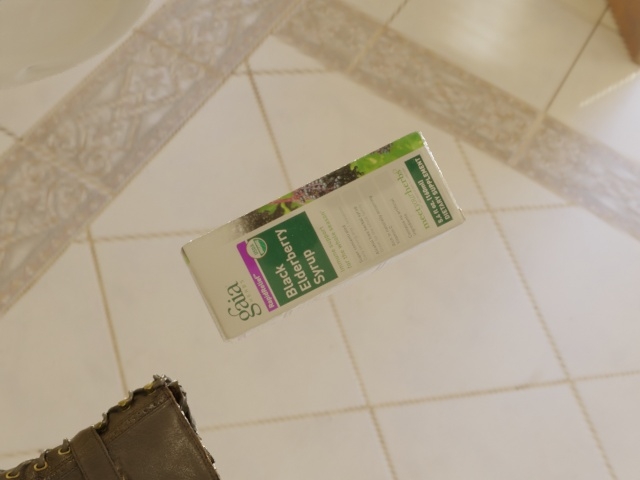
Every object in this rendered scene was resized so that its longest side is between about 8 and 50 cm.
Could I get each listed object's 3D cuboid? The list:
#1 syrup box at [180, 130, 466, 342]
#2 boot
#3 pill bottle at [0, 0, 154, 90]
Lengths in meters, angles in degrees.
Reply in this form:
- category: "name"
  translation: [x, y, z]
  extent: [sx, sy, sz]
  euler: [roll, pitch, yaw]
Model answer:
- category: "syrup box"
  translation: [0.000, 0.000, 1.096]
  extent: [0.237, 0.096, 0.093]
  euler: [-26, 85, -7]
- category: "boot"
  translation: [-0.193, 0.168, 0.859]
  extent: [0.229, 0.091, 0.263]
  euler: [-36, 66, -12]
- category: "pill bottle"
  translation: [-0.272, -0.307, 0.887]
  extent: [0.204, 0.204, 0.361]
  euler: [-19, 75, -30]
